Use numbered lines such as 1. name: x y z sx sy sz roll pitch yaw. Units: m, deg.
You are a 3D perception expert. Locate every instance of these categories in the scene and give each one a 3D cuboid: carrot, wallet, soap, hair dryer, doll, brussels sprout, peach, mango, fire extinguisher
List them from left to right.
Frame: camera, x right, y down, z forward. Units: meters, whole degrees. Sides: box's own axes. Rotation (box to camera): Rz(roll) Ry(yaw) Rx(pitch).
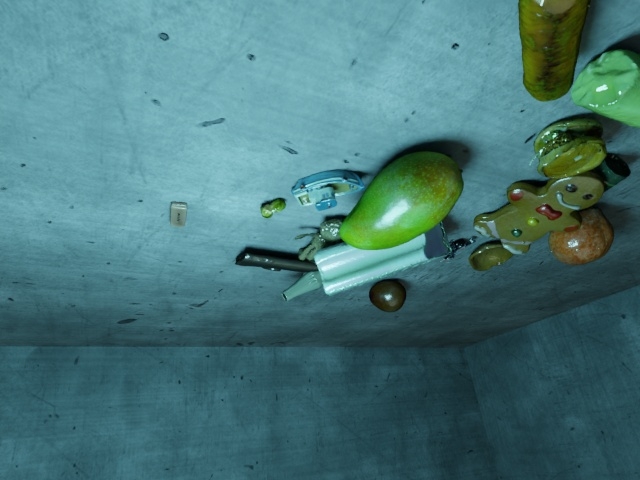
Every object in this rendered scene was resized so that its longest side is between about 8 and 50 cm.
1. brussels sprout: -0.148 -0.100 1.264 0.083 0.046 0.051 -29 -170 25
2. wallet: -0.165 0.091 1.588 0.309 0.042 0.165 9 166 -26
3. hair dryer: -0.100 0.206 1.751 0.229 0.092 0.267 -27 174 -46
4. doll: 0.017 0.004 1.471 0.202 0.091 0.286 7 153 2
5. soap: 0.217 0.046 1.416 0.445 0.156 0.261 -20 171 4
6. mango: 0.213 -0.098 1.151 0.381 0.201 0.225 -34 152 23
7. carrot: 0.431 -0.391 0.770 0.114 0.114 0.302 -17 155 19
8. fire extinguisher: 0.836 -0.157 1.341 0.118 0.093 0.294 24 148 -3
9. peach: 0.974 -0.023 1.546 0.232 0.233 0.232 -5 153 -3

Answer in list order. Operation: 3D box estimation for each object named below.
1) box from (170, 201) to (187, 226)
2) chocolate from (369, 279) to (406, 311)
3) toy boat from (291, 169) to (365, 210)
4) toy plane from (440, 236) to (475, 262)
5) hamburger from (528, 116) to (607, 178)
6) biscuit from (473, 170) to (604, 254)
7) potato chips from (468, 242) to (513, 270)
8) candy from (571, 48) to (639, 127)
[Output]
1. box: -0.433 -0.077 1.262 0.048 0.025 0.115 3 151 -21
2. chocolate: 0.313 0.264 1.962 0.176 0.177 0.177 -5 153 -3
3. toy boat: 0.022 -0.132 1.182 0.215 0.102 0.088 -13 155 11
4. toy plane: 0.551 0.045 1.707 0.078 0.053 0.197 -6 150 -22
5. hamburger: 0.656 -0.247 1.111 0.185 0.114 0.177 -15 158 33
6. biscuit: 0.717 -0.085 1.367 0.283 0.064 0.432 28 148 -11
7. potato chips: 0.713 0.056 1.752 0.208 0.062 0.195 8 144 -24
8. candy: 0.736 -0.325 0.942 0.343 0.132 0.142 5 135 -22
